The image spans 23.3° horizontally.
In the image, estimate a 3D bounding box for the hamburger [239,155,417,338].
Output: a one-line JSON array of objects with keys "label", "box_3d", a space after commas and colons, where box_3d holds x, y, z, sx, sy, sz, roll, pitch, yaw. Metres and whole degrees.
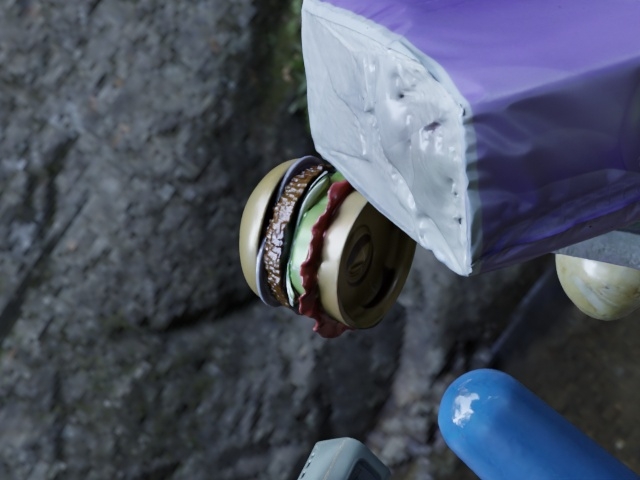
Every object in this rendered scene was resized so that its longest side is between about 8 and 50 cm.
[{"label": "hamburger", "box_3d": [-0.002, 0.001, 1.436, 0.137, 0.175, 0.175, 14, 67, 28]}]

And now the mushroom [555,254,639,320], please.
[{"label": "mushroom", "box_3d": [0.307, 0.012, 1.623, 0.148, 0.112, 0.148, 172, 90, -68]}]

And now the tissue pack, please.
[{"label": "tissue pack", "box_3d": [0.178, -0.125, 1.115, 0.338, 0.160, 0.242, -18, 32, -22]}]

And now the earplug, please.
[{"label": "earplug", "box_3d": [0.243, 0.248, 1.724, 0.132, 0.273, 0.132, -45, 13, 14]}]

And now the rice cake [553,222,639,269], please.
[{"label": "rice cake", "box_3d": [0.224, -0.004, 1.328, 0.036, 0.206, 0.047, -74, -9, -52]}]

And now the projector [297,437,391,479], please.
[{"label": "projector", "box_3d": [0.023, 0.291, 1.830, 0.083, 0.083, 0.082, -18, 34, 47]}]
